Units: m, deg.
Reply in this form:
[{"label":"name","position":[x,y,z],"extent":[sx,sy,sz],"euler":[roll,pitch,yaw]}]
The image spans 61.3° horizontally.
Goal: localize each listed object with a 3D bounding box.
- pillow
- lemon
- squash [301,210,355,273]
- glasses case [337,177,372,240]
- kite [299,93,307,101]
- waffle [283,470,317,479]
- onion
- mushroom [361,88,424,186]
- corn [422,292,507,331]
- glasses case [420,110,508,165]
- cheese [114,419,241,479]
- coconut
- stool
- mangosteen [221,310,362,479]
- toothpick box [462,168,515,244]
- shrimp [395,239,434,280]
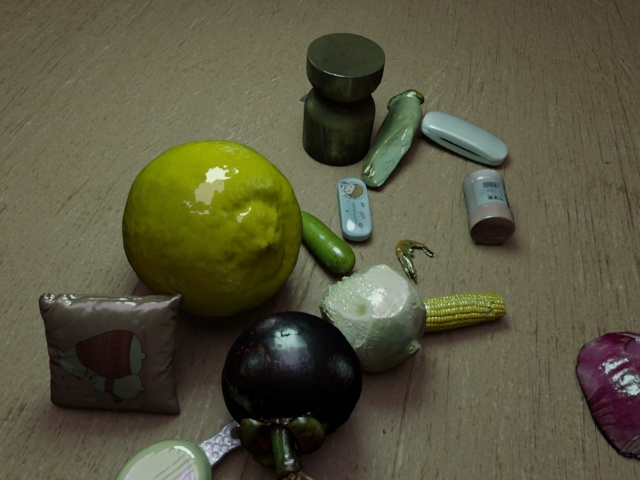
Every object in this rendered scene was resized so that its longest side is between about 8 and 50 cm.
[{"label":"pillow","position":[-0.341,0.187,0.895],"extent":[0.223,0.236,0.084],"euler":[6,22,-5]},{"label":"lemon","position":[-0.200,-0.024,1.000],"extent":[0.348,0.348,0.348],"euler":[2,51,-3]},{"label":"squash","position":[0.000,0.000,1.160],"extent":[0.066,0.066,0.201],"euler":[-31,57,-26]},{"label":"glasses case","position":[0.077,-0.074,1.239],"extent":[0.067,0.045,0.178],"euler":[0,51,-6]},{"label":"kite","position":[-0.019,-0.395,1.517],"extent":[0.078,0.002,0.044],"euler":[8,51,2]},{"label":"waffle","position":[-0.011,0.426,0.832],"extent":[0.148,0.042,0.102],"euler":[27,54,15]},{"label":"onion","position":[0.614,0.257,0.981],"extent":[0.250,0.111,0.247],"euler":[-3,53,-5]},{"label":"mushroom","position":[0.190,-0.266,1.372],"extent":[0.087,0.107,0.333],"euler":[46,47,-25]},{"label":"corn","position":[0.270,0.140,1.070],"extent":[0.206,0.067,0.067],"euler":[-6,52,-12]},{"label":"glasses case","position":[0.373,-0.266,1.402],"extent":[0.233,0.059,0.092],"euler":[25,48,7]},{"label":"cheese","position":[-0.212,0.362,0.853],"extent":[0.227,0.064,0.137],"euler":[-32,64,-25]},{"label":"coconut","position":[0.105,0.144,0.984],"extent":[0.194,0.194,0.194],"euler":[2,51,-3]},{"label":"stool","position":[0.049,-0.335,1.306],"extent":[0.179,0.264,0.179],"euler":[3,52,-3]},{"label":"mangosteen","position":[-0.048,0.243,0.859],"extent":[0.228,0.228,0.265],"euler":[6,47,0]},{"label":"toothpick box","position":[0.381,-0.077,1.233],"extent":[0.098,0.098,0.149],"euler":[4,50,-1]},{"label":"shrimp","position":[0.211,0.039,1.175],"extent":[0.083,0.023,0.114],"euler":[-4,48,-11]}]
